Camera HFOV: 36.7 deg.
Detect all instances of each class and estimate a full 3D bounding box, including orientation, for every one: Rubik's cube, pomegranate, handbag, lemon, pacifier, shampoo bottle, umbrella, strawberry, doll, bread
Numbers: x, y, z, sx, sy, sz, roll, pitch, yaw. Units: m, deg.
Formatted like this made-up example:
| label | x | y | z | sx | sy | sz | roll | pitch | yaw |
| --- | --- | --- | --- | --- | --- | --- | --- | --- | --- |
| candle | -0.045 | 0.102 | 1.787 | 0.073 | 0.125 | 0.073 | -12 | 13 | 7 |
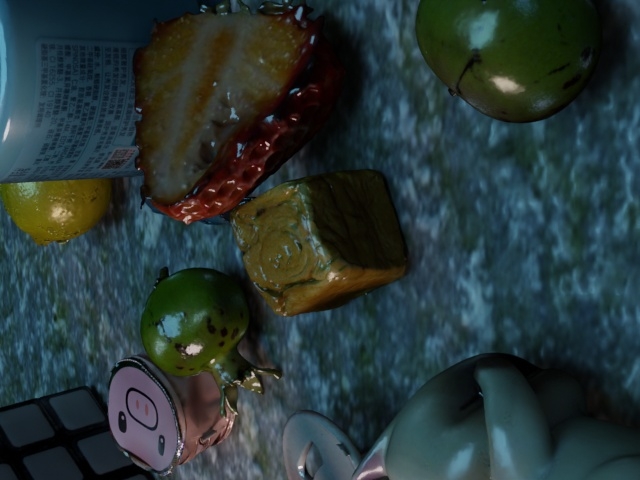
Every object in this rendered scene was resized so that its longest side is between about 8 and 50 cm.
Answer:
| label | x | y | z | sx | sy | sz | roll | pitch | yaw |
| --- | --- | --- | --- | --- | --- | --- | --- | --- | --- |
| Rubik's cube | -0.473 | 0.468 | 1.580 | 0.304 | 0.301 | 0.305 | 48 | 126 | 28 |
| pomegranate | -0.152 | 0.134 | 1.328 | 0.220 | 0.156 | 0.156 | 48 | 135 | -11 |
| pomegranate | 0.181 | -0.218 | 0.903 | 0.179 | 0.179 | 0.211 | 11 | 84 | 44 |
| handbag | -0.224 | 0.238 | 1.417 | 0.205 | 0.116 | 0.179 | 16 | 108 | 42 |
| lemon | -0.417 | -0.088 | 1.521 | 0.173 | 0.173 | 0.206 | 25 | 112 | 41 |
| pacifier | 0.028 | 0.355 | 1.115 | 0.220 | 0.273 | 0.332 | -45 | 64 | 22 |
| shampoo bottle | -0.345 | -0.243 | 1.302 | 0.331 | 0.342 | 0.331 | 10 | 104 | 44 |
| umbrella | -0.167 | -0.049 | 1.358 | 0.250 | 0.052 | 0.053 | 12 | 105 | 45 |
| strawberry | -0.084 | -0.151 | 1.156 | 0.253 | 0.150 | 0.280 | -14 | 61 | 16 |
| doll | 0.226 | 0.229 | 0.890 | 0.370 | 0.215 | 0.226 | 31 | 134 | 36 |
| bread | 0.000 | 0.000 | 1.135 | 0.158 | 0.143 | 0.149 | -34 | 72 | 47 |
